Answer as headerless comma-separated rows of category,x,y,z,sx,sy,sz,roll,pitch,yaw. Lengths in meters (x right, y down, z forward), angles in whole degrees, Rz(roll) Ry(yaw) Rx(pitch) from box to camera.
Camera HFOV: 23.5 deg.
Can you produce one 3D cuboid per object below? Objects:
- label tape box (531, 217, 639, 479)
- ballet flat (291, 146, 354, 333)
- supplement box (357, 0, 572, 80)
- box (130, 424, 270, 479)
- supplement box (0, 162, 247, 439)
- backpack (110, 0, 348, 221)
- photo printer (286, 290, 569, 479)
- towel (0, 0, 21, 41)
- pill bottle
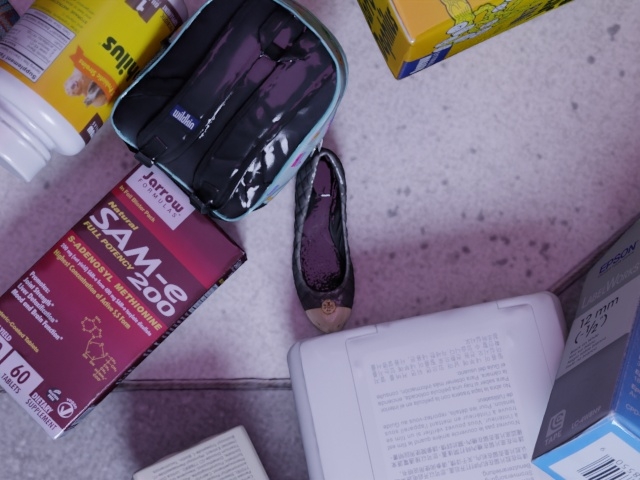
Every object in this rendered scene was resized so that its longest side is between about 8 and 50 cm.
label tape box,0.346,0.115,1.340,0.249,0.115,0.347,36,45,-10
ballet flat,0.000,0.000,1.416,0.058,0.049,0.173,-5,86,-1
supplement box,0.193,-0.313,1.368,0.357,0.194,0.195,-24,87,-2
box,-0.062,0.308,1.331,0.113,0.094,0.275,-22,78,-16
supplement box,-0.195,0.052,1.398,0.130,0.073,0.239,45,86,2
backpack,-0.067,-0.132,1.370,0.166,0.144,0.188,40,110,3
photo printer,0.122,0.215,1.336,0.256,0.107,0.307,-12,68,-2
towel,-0.472,-0.241,1.429,0.271,0.040,0.370,-38,88,-2
pill bottle,-0.225,-0.159,1.378,0.117,0.117,0.215,38,80,1
